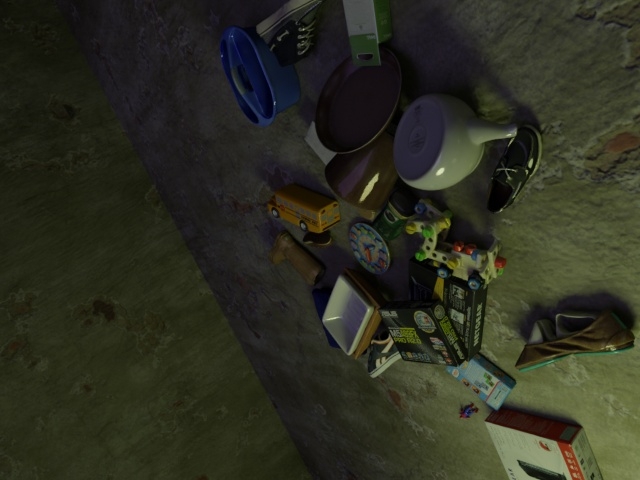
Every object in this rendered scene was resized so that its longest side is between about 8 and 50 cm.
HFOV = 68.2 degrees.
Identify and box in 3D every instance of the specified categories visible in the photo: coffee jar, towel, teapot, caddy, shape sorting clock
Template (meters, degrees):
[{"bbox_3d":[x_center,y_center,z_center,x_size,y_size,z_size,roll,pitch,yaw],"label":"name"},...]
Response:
[{"bbox_3d":[0.240,-0.083,1.504,0.096,0.079,0.184,51,149,15],"label":"coffee jar"},{"bbox_3d":[0.091,0.351,2.104,0.228,0.076,0.308,3,119,45],"label":"towel"},{"bbox_3d":[0.313,-0.236,1.186,0.252,0.187,0.256,-68,31,31],"label":"teapot"},{"bbox_3d":[-0.224,-0.569,1.634,0.241,0.179,0.341,-1,115,54],"label":"caddy"},{"bbox_3d":[0.176,0.031,1.729,0.206,0.040,0.206,34,141,33],"label":"shape sorting clock"}]

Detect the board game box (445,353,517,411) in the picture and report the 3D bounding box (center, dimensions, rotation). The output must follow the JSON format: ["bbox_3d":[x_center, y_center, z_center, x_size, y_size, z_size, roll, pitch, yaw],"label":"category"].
[{"bbox_3d":[0.536,0.459,1.598,0.211,0.039,0.160,37,145,28],"label":"board game box"}]

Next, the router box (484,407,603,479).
[{"bbox_3d":[0.730,0.724,1.521,0.301,0.082,0.335,-10,109,57],"label":"router box"}]

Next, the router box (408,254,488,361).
[{"bbox_3d":[0.403,0.211,1.529,0.243,0.081,0.308,28,138,40],"label":"router box"}]

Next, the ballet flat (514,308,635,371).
[{"bbox_3d":[0.635,0.255,1.238,0.342,0.116,0.124,-46,58,57],"label":"ballet flat"}]

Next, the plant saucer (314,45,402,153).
[{"bbox_3d":[0.109,-0.385,1.319,0.311,0.050,0.310,-16,68,43],"label":"plant saucer"}]

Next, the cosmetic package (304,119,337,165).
[{"bbox_3d":[0.050,-0.297,1.600,0.239,0.060,0.099,52,146,10],"label":"cosmetic package"}]

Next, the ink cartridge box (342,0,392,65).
[{"bbox_3d":[0.126,-0.576,1.250,0.109,0.062,0.209,20,132,46],"label":"ink cartridge box"}]

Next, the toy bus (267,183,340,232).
[{"bbox_3d":[-0.076,-0.132,1.873,0.333,0.108,0.130,26,136,41],"label":"toy bus"}]

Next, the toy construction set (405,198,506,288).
[{"bbox_3d":[0.394,0.022,1.335,0.328,0.151,0.215,35,143,50],"label":"toy construction set"}]

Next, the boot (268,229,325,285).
[{"bbox_3d":[-0.113,0.111,2.157,0.269,0.089,0.236,44,146,19],"label":"boot"}]

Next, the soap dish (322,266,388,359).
[{"bbox_3d":[0.134,0.280,1.846,0.229,0.118,0.290,48,132,37],"label":"soap dish"}]

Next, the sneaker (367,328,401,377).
[{"bbox_3d":[0.259,0.431,1.884,0.127,0.126,0.321,46,136,12],"label":"sneaker"}]

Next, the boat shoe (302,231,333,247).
[{"bbox_3d":[0.000,0.000,1.939,0.060,0.064,0.178,39,161,-30],"label":"boat shoe"}]

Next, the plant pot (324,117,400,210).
[{"bbox_3d":[0.159,-0.242,1.388,0.215,0.215,0.230,49,134,14],"label":"plant pot"}]

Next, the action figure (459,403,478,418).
[{"bbox_3d":[0.545,0.642,1.760,0.038,0.030,0.115,41,147,17],"label":"action figure"}]

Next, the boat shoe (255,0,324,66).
[{"bbox_3d":[-0.052,-0.639,1.414,0.341,0.127,0.158,3,132,56],"label":"boat shoe"}]

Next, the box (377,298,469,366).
[{"bbox_3d":[0.333,0.305,1.573,0.270,0.060,0.216,-14,106,58],"label":"box"}]

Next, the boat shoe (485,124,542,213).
[{"bbox_3d":[0.459,-0.164,1.134,0.084,0.079,0.233,40,143,30],"label":"boat shoe"}]

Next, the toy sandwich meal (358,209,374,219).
[{"bbox_3d":[0.163,-0.112,1.637,0.086,0.029,0.085,37,147,29],"label":"toy sandwich meal"}]
